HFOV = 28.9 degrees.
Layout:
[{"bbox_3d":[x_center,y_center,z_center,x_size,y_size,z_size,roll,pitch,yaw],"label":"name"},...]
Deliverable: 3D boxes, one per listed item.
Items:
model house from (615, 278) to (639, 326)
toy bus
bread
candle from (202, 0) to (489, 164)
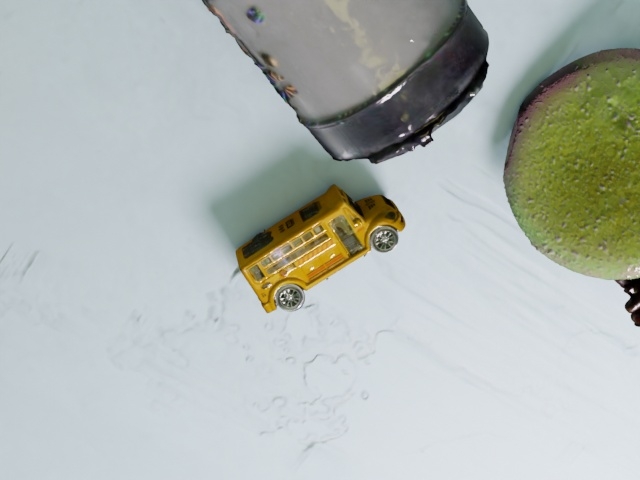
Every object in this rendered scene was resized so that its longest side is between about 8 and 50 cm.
[{"bbox_3d":[0.351,-0.025,1.239,0.203,0.141,0.164,-40,124,9],"label":"model house"},{"bbox_3d":[0.000,0.000,1.215,0.162,0.069,0.074,-32,112,4],"label":"toy bus"},{"bbox_3d":[0.284,-0.074,1.192,0.228,0.033,0.228,-1,87,23],"label":"bread"},{"bbox_3d":[-0.008,-0.227,1.063,0.187,0.187,0.330,-39,113,5],"label":"candle"}]
